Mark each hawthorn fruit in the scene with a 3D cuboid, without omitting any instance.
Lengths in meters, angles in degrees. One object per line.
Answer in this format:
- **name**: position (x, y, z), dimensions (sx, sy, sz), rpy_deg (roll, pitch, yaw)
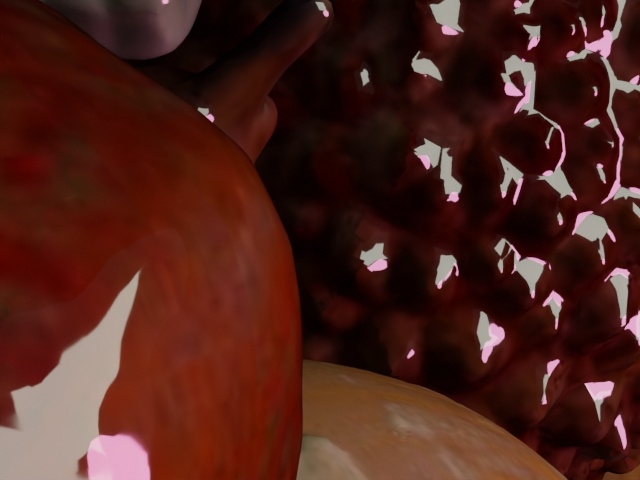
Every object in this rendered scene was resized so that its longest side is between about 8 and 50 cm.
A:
- **hawthorn fruit**: position (-0.085, 0.032, 0.409), dimensions (0.248, 0.208, 0.208), rpy_deg (-41, 118, -23)

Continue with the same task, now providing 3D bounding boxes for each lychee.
- **lychee**: position (0.029, -0.053, 0.752), dimensions (0.306, 0.306, 0.330), rpy_deg (43, 39, -52)

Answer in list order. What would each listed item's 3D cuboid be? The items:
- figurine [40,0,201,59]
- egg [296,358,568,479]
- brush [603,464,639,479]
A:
- **figurine**: position (-0.121, -0.203, 0.582), dimensions (0.342, 0.285, 0.167), rpy_deg (41, -33, 35)
- **egg**: position (-0.014, 0.130, 0.571), dimensions (0.245, 0.203, 0.203), rpy_deg (-1, 66, -22)
- **brush**: position (0.133, 0.165, 0.973), dimensions (0.174, 0.166, 0.267), rpy_deg (51, 21, -54)
